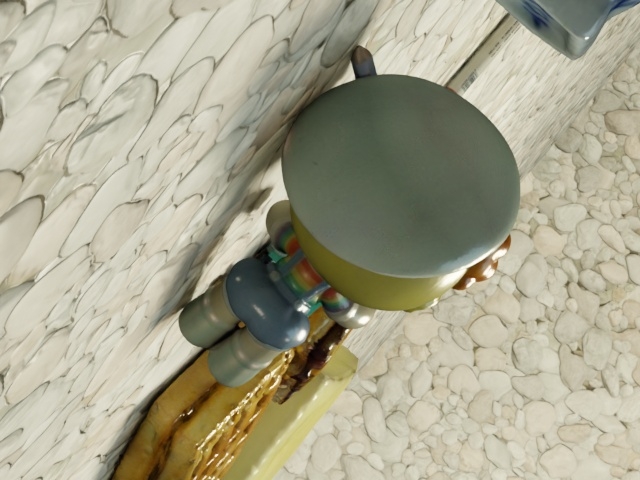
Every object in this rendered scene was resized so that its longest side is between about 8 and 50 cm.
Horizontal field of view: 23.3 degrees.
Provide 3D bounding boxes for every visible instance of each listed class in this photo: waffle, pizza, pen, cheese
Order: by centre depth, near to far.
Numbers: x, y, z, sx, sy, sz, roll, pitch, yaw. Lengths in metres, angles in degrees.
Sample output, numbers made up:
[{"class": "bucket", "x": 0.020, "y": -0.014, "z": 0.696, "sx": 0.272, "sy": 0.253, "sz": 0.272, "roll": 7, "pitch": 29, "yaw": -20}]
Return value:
[{"class": "waffle", "x": -0.162, "y": 0.251, "z": 1.914, "sx": 0.224, "sy": 0.098, "sz": 0.327, "roll": -46, "pitch": 171, "yaw": -43}, {"class": "pizza", "x": 0.010, "y": 0.078, "z": 2.011, "sx": 0.278, "sy": 0.114, "sz": 0.409, "roll": -42, "pitch": 167, "yaw": -52}, {"class": "pen", "x": 0.228, "y": -0.258, "z": 2.018, "sx": 0.218, "sy": 0.026, "sz": 0.026, "roll": -49, "pitch": 172, "yaw": -13}, {"class": "cheese", "x": -0.074, "y": 0.267, "z": 2.360, "sx": 0.265, "sy": 0.124, "sz": 0.242, "roll": -53, "pitch": 168, "yaw": 10}]

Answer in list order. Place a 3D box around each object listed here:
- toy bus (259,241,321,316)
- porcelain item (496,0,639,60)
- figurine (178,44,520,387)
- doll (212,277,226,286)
[{"class": "toy bus", "x": -0.013, "y": 0.032, "z": 1.758, "sx": 0.160, "sy": 0.092, "sz": 0.079, "roll": -40, "pitch": 168, "yaw": -53}, {"class": "porcelain item", "x": 0.334, "y": -0.378, "z": 1.528, "sx": 0.405, "sy": 0.178, "sz": 0.242, "roll": -48, "pitch": 173, "yaw": 2}, {"class": "figurine", "x": 0.018, "y": 0.026, "z": 1.452, "sx": 0.382, "sy": 0.224, "sz": 0.205, "roll": -55, "pitch": 167, "yaw": 29}, {"class": "doll", "x": -0.094, "y": 0.052, "z": 1.650, "sx": 0.093, "sy": 0.051, "sz": 0.061, "roll": 10, "pitch": 125, "yaw": -47}]
